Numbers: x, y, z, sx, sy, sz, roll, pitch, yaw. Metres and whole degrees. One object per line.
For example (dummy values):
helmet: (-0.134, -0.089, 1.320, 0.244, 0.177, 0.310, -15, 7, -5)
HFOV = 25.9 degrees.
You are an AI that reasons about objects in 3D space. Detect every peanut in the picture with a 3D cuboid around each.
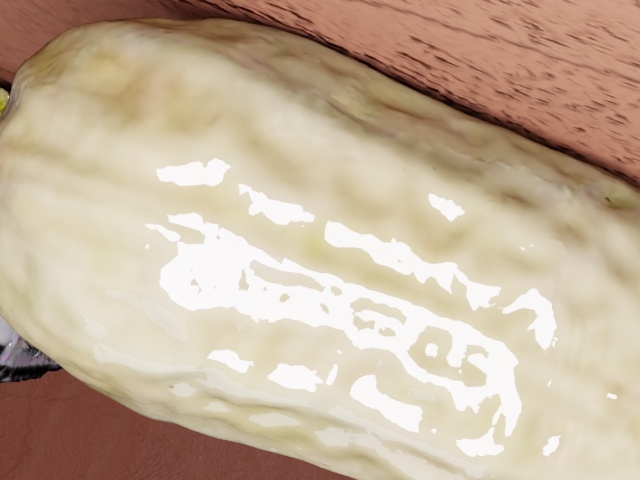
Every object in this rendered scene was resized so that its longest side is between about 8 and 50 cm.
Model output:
peanut: (0.031, 0.021, 0.504, 0.313, 0.152, 0.152, 20, 174, -1)

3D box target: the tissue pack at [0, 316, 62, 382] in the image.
tissue pack: (-0.269, 0.000, 0.999, 0.245, 0.123, 0.332, 29, 176, 3)

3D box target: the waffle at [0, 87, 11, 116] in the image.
waffle: (-0.277, -0.106, 0.928, 0.192, 0.046, 0.160, 16, 172, 40)
